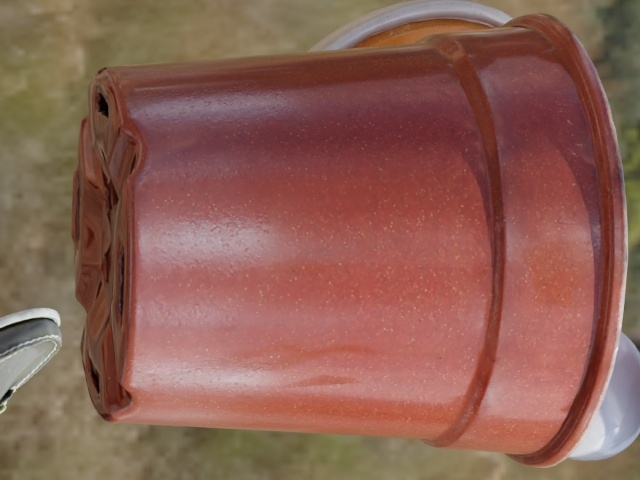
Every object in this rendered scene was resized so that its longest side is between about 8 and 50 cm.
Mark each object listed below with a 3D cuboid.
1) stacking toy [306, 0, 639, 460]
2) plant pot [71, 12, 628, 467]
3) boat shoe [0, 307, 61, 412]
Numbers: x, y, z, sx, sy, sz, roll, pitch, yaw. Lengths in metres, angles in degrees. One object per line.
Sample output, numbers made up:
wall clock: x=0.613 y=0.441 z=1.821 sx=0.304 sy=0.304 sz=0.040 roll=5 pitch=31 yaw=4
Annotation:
stacking toy: x=0.161 y=0.030 z=1.688 sx=0.480 sy=0.350 sz=0.351 roll=55 pitch=-8 yaw=47
plant pot: x=0.000 y=0.000 z=1.080 sx=0.272 sy=0.265 sz=0.272 roll=180 pitch=-90 yaw=-74
boat shoe: x=-0.414 y=0.187 z=2.143 sx=0.109 sy=0.305 sz=0.091 roll=37 pitch=23 yaw=-58
